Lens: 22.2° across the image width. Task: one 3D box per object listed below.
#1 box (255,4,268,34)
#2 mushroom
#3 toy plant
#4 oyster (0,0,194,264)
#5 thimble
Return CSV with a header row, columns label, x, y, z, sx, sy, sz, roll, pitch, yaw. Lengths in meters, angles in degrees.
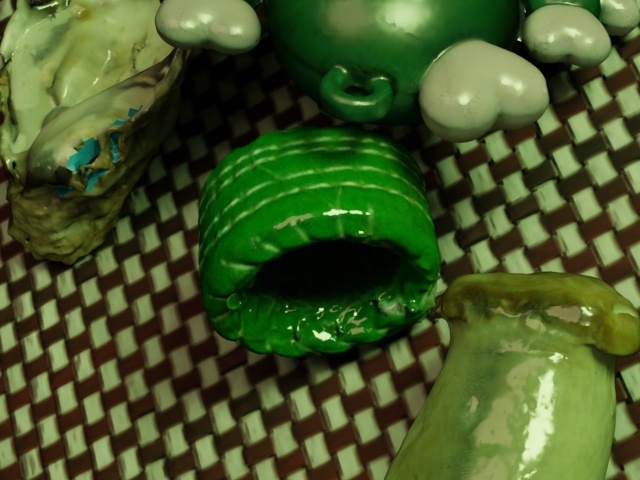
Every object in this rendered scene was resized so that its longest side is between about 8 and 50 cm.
label,x,y,z,sx,sy,sz,roll,pitch,yaw
box,-0.034,-0.231,1.082,0.121,0.030,0.193,-32,52,10
mushroom,0.060,0.165,0.770,0.107,0.087,0.333,12,73,38
toy plant,0.040,-0.135,0.894,0.232,0.113,0.243,27,43,22
oyster,-0.117,-0.116,1.015,0.223,0.083,0.214,-28,49,34
thimble,0.000,0.000,0.875,0.130,0.118,0.090,3,46,-13
